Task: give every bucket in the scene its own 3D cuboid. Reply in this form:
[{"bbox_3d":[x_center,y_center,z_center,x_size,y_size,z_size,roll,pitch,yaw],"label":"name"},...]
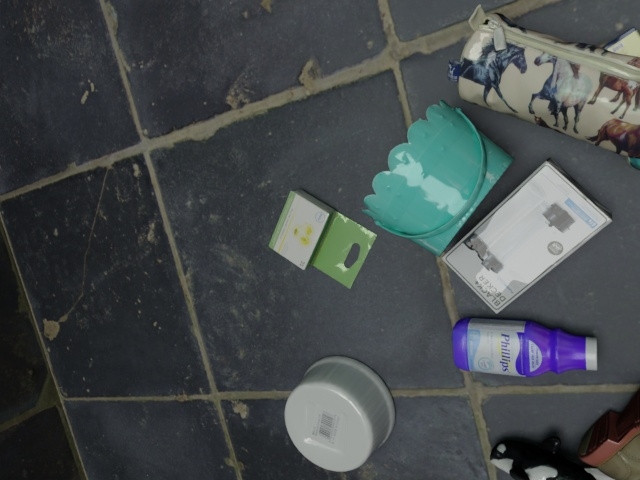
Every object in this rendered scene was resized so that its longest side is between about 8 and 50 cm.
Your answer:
[{"bbox_3d":[0.234,-0.114,1.028,0.183,0.281,0.281,37,117,12],"label":"bucket"}]

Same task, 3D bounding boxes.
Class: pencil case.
[{"bbox_3d":[0.428,-0.265,0.877,0.411,0.183,0.159,33,89,34],"label":"pencil case"}]

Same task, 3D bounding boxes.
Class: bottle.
[{"bbox_3d":[0.430,0.230,1.103,0.283,0.092,0.118,0,102,28],"label":"bottle"}]

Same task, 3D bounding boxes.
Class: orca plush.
[{"bbox_3d":[0.490,0.470,1.096,0.287,0.151,0.102,176,104,-70],"label":"orca plush"}]

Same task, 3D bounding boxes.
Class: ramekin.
[{"bbox_3d":[0.042,0.454,1.340,0.278,0.135,0.276,7,106,26],"label":"ramekin"}]

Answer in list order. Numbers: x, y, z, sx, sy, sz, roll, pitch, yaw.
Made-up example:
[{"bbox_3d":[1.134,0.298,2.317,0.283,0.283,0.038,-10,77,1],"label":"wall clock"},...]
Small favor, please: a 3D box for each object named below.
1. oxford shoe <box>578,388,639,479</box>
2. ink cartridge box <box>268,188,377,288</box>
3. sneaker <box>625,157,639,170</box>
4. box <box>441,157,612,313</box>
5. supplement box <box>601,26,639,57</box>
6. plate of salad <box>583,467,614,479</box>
[{"bbox_3d":[0.660,0.359,0.990,0.130,0.123,0.348,36,135,11],"label":"oxford shoe"},{"bbox_3d":[0.000,0.000,1.295,0.235,0.056,0.171,33,115,19],"label":"ink cartridge box"},{"bbox_3d":[0.672,-0.162,0.868,0.276,0.110,0.106,-11,97,29],"label":"sneaker"},{"bbox_3d":[0.413,-0.006,1.056,0.169,0.087,0.290,48,119,10],"label":"box"},{"bbox_3d":[0.542,-0.319,0.926,0.083,0.056,0.083,-33,86,31],"label":"supplement box"},{"bbox_3d":[0.610,0.591,1.126,0.200,0.048,0.199,7,105,26],"label":"plate of salad"}]
